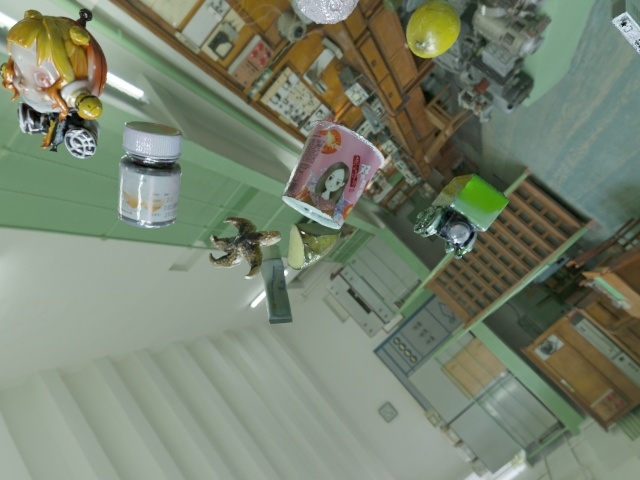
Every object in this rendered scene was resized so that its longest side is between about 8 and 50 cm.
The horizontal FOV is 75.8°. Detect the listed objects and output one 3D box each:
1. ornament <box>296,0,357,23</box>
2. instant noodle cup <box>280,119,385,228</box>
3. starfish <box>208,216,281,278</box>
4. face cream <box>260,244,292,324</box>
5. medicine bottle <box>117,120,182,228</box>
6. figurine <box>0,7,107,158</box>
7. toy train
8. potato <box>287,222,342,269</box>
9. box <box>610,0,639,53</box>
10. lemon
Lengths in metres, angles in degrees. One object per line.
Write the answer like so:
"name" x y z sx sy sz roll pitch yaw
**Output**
"ornament" 0.020 -0.924 1.484 0.259 0.259 0.225 44 -147 2
"instant noodle cup" 0.026 -0.177 1.162 0.243 0.231 0.243 27 173 3
"starfish" -0.194 0.017 1.065 0.071 0.238 0.215 32 -135 -47
"face cream" -0.129 0.128 1.179 0.114 0.070 0.223 14 -122 -58
"medicine bottle" -0.482 -0.185 1.164 0.165 0.273 0.165 11 -157 -5
"figurine" -0.625 -0.387 0.991 0.320 0.322 0.196 26 -148 15
"toy train" 0.438 -0.085 1.322 0.174 0.248 0.307 35 -173 0
"potato" 0.000 0.000 1.713 0.112 0.255 0.269 49 150 23
"box" 0.897 -0.608 1.147 0.271 0.210 0.045 23 160 -26
"lemon" 0.514 -0.972 1.915 0.241 0.219 0.240 29 158 13
